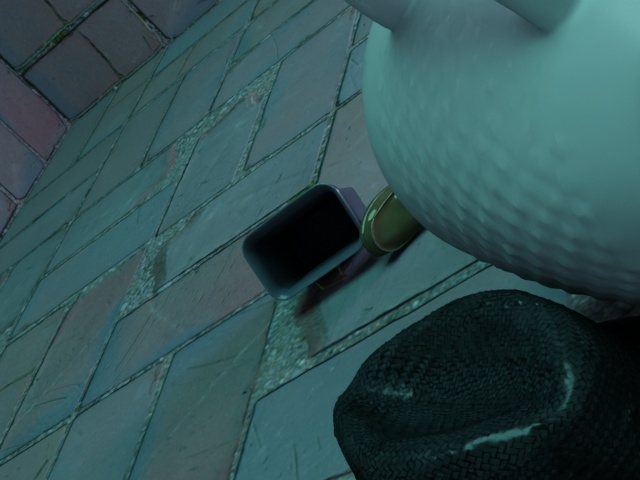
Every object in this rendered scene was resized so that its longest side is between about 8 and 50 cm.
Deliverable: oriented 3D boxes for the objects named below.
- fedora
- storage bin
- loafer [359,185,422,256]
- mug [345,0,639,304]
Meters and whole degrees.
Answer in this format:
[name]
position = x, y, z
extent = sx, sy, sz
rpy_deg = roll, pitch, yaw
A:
[fedora]
position = 0.116, 0.128, 0.752
extent = 0.334, 0.152, 0.334
rpy_deg = -37, 22, 18
[storage bin]
position = 0.000, 0.000, 1.303
extent = 0.135, 0.098, 0.091
rpy_deg = -36, -5, 24
[loafer]
position = 0.098, -0.044, 1.230
extent = 0.148, 0.056, 0.050
rpy_deg = -51, 16, -13
[mug]
position = 0.158, -0.115, 0.726
extent = 0.276, 0.374, 0.328
rpy_deg = -63, 16, 1
